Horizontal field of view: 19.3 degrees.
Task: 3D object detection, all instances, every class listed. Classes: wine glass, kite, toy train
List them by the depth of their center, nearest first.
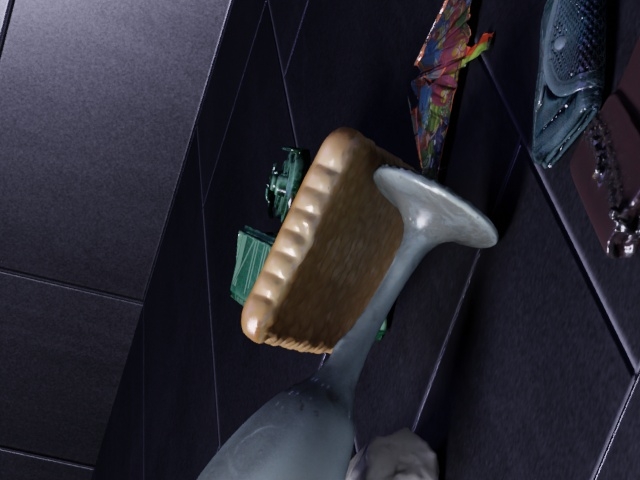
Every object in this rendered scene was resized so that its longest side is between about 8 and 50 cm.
[{"bbox_3d":[0.012,0.130,1.324,0.309,0.096,0.264,-60,-14,-12],"label":"wine glass"},{"bbox_3d":[0.102,-0.130,1.497,0.183,0.014,0.241,154,129,-72],"label":"kite"},{"bbox_3d":[0.000,0.000,1.604,0.269,0.115,0.154,-160,75,-78],"label":"toy train"}]

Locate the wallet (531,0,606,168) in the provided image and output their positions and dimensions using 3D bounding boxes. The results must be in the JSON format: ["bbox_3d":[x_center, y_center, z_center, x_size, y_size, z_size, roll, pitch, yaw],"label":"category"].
[{"bbox_3d":[0.156,-0.120,1.188,0.088,0.026,0.129,123,157,-60],"label":"wallet"}]

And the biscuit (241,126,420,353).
[{"bbox_3d":[0.013,0.005,1.358,0.160,0.030,0.249,-64,-15,2],"label":"biscuit"}]

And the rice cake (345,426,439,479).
[{"bbox_3d":[0.023,0.201,1.380,0.052,0.057,0.256,-61,3,-30],"label":"rice cake"}]

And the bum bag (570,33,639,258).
[{"bbox_3d":[0.179,-0.079,1.031,0.109,0.026,0.159,-99,25,-64],"label":"bum bag"}]
